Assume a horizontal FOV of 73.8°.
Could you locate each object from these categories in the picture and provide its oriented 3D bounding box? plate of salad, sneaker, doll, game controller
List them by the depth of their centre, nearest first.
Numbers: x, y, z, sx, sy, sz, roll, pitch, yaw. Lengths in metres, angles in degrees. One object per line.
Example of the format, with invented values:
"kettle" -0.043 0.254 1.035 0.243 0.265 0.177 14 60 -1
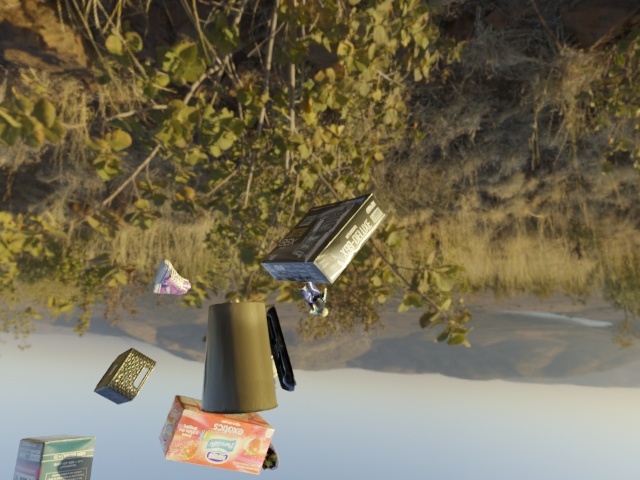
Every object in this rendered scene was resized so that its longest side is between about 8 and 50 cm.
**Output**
"plate of salad" -0.231 0.759 1.558 0.200 0.199 0.048 -11 -167 42
"game controller" -0.151 0.416 1.646 0.067 0.319 0.166 -8 148 -21
"doll" -0.018 0.233 1.708 0.046 0.129 0.189 0 130 44
"sneaker" -0.668 0.170 1.951 0.161 0.102 0.282 13 151 -19

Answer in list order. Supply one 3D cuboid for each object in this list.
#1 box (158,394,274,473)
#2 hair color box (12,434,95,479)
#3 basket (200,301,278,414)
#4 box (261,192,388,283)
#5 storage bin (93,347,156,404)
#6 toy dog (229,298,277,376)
"box" -0.319 0.595 1.313 0.300 0.142 0.154 25 168 -26
"hair color box" -0.572 0.595 0.880 0.174 0.347 0.105 -20 154 39
"basket" -0.185 0.257 0.960 0.154 0.226 0.204 7 164 -40
"box" 0.000 0.000 1.135 0.076 0.242 0.307 50 156 -19
"storage bin" -0.569 0.396 1.239 0.084 0.122 0.180 39 139 -18
"toy dog" -0.360 0.516 2.099 0.285 0.395 0.408 -30 155 -6
